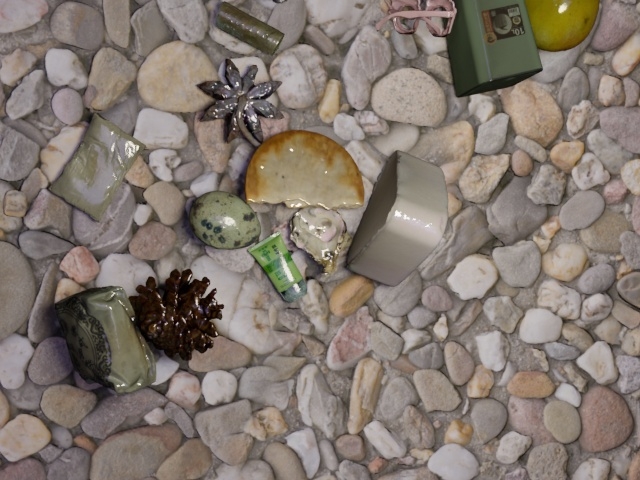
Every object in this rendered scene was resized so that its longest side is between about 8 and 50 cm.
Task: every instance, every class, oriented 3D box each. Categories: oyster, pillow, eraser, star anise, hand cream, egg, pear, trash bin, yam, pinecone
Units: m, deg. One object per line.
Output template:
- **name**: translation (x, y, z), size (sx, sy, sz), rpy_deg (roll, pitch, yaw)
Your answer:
- **oyster**: translation (0.000, 0.000, 1.757), size (0.163, 0.081, 0.191), rpy_deg (5, 65, -4)
- **pillow**: translation (-0.547, -0.179, 1.706), size (0.148, 0.050, 0.230), rpy_deg (32, 93, -3)
- **eraser**: translation (0.183, -0.028, 1.714), size (0.150, 0.331, 0.331), rpy_deg (24, 91, -9)
- **star anise**: translation (-0.187, -0.329, 1.718), size (0.230, 0.081, 0.262), rpy_deg (-26, 94, -14)
- **hand cream**: translation (-0.100, 0.074, 1.771), size (0.095, 0.046, 0.175), rpy_deg (-31, 95, 0)
- **egg**: translation (-0.232, -0.045, 1.701), size (0.181, 0.141, 0.141), rpy_deg (22, 92, -6)
- **pear**: translation (0.588, -0.568, 1.726), size (0.200, 0.200, 0.200), rpy_deg (0, 94, -6)
- **trash bin**: translation (0.392, -0.542, 1.693), size (0.158, 0.223, 0.344), rpy_deg (-15, 94, -5)
- **yam**: translation (-0.175, -0.519, 1.712), size (0.169, 0.068, 0.068), rpy_deg (28, 91, -9)
- **pinecone**: translation (-0.341, 0.175, 1.681), size (0.201, 0.202, 0.229), rpy_deg (-40, 96, -29)

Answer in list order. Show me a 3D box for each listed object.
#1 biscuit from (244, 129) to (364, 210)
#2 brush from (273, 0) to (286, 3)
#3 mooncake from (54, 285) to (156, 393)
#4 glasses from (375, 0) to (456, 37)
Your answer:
- **biscuit**: translation (-0.041, -0.175, 1.734), size (0.308, 0.040, 0.205), rpy_deg (1, 78, -19)
- **brush**: translation (-0.080, -0.607, 1.743), size (0.083, 0.008, 0.024), rpy_deg (-6, 91, -5)
- **mooncake**: translation (-0.516, 0.237, 1.642), size (0.136, 0.254, 0.250), rpy_deg (-24, 101, -37)
- **glasses**: translation (0.223, -0.579, 1.680), size (0.095, 0.255, 0.162), rpy_deg (-17, 117, -45)
